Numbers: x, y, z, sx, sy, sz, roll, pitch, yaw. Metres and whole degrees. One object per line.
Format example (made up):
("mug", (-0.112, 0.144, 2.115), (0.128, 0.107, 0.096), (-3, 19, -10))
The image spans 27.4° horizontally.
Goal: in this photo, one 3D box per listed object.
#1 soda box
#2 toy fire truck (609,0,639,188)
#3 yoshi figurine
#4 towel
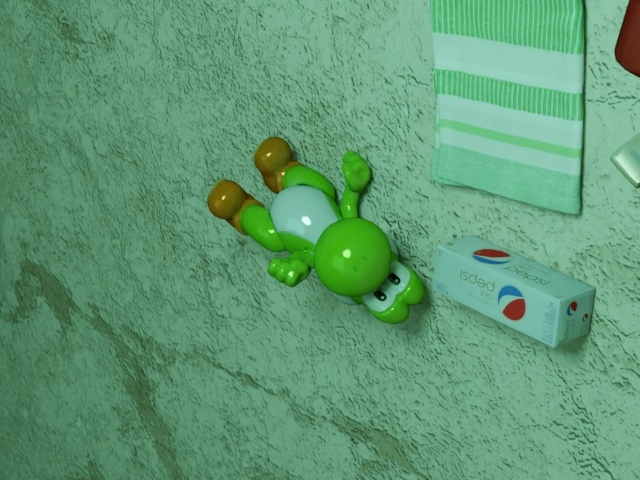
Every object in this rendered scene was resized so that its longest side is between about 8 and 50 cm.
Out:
("soda box", (0.249, 0.063, 1.717), (0.216, 0.074, 0.069), (26, 122, 42))
("toy fire truck", (0.376, -0.168, 1.338), (0.217, 0.246, 0.158), (37, 129, 37))
("yoshi figurine", (-0.002, -0.019, 1.904), (0.362, 0.203, 0.203), (37, 123, 33))
("towel", (0.230, -0.212, 1.669), (0.248, 0.038, 0.324), (18, 116, 45))
